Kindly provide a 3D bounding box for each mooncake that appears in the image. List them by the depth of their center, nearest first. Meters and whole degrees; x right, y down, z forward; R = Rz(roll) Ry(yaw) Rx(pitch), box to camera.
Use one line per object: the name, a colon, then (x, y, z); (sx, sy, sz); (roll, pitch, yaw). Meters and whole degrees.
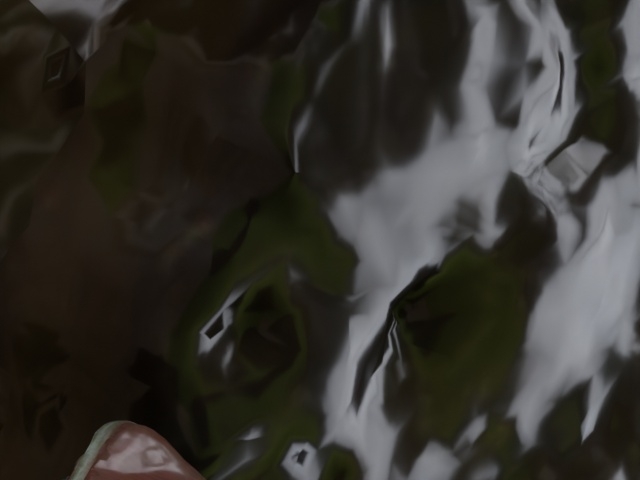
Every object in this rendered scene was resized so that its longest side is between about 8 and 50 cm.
mooncake: (0.000, 0.001, 0.528); (0.187, 0.324, 0.324); (22, -28, 43)

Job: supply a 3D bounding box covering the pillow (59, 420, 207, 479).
pillow: (0.033, 0.128, 0.345); (0.232, 0.126, 0.043); (35, -67, -12)
